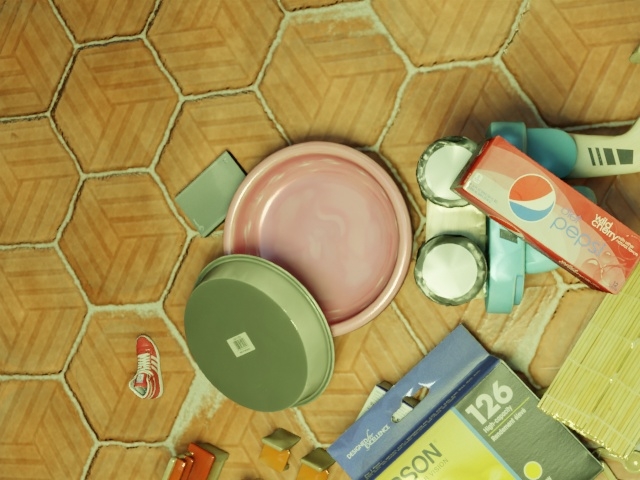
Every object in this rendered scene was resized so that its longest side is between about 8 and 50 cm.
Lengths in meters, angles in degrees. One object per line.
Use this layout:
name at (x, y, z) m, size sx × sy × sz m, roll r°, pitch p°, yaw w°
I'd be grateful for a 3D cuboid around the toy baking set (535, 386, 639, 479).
toy baking set at (0.390, 0.323, 1.461) m, size 0.256 × 0.030 × 0.196 m, roll -15°, pitch 83°, yaw 17°

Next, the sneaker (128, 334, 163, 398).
sneaker at (-0.322, 0.231, 1.683) m, size 0.042 × 0.067 × 0.118 m, roll -17°, pitch 83°, yaw 17°

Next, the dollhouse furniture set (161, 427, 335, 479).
dollhouse furniture set at (-0.132, 0.449, 1.575) m, size 0.259 × 0.135 × 0.261 m, roll 24°, pitch 96°, yaw 18°

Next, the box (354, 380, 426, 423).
box at (0.119, 0.323, 1.529) m, size 0.126 × 0.072 × 0.137 m, roll 30°, pitch 98°, yaw 16°

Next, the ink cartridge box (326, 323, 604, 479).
ink cartridge box at (0.218, 0.337, 1.426) m, size 0.304 × 0.072 × 0.307 m, roll -43°, pitch 80°, yaw -4°

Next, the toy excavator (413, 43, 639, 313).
toy excavator at (0.369, -0.102, 1.414) m, size 0.446 × 0.222 × 0.432 m, roll 1°, pitch 90°, yaw 6°

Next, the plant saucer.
plant saucer at (0.000, 0.000, 1.576) m, size 0.332 × 0.084 × 0.331 m, roll -1°, pitch 87°, yaw 19°

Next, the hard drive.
hard drive at (-0.188, -0.083, 1.674) m, size 0.135 × 0.022 × 0.094 m, roll -41°, pitch 77°, yaw 13°

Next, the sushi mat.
sushi mat at (0.475, 0.161, 1.399) m, size 0.151 × 0.019 × 0.316 m, roll 32°, pitch 81°, yaw 19°

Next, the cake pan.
cake pan at (-0.115, 0.166, 1.555) m, size 0.293 × 0.054 × 0.293 m, roll 15°, pitch 120°, yaw 28°

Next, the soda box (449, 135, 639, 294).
soda box at (0.314, -0.034, 1.278) m, size 0.263 × 0.083 × 0.092 m, roll 34°, pitch 89°, yaw -5°
